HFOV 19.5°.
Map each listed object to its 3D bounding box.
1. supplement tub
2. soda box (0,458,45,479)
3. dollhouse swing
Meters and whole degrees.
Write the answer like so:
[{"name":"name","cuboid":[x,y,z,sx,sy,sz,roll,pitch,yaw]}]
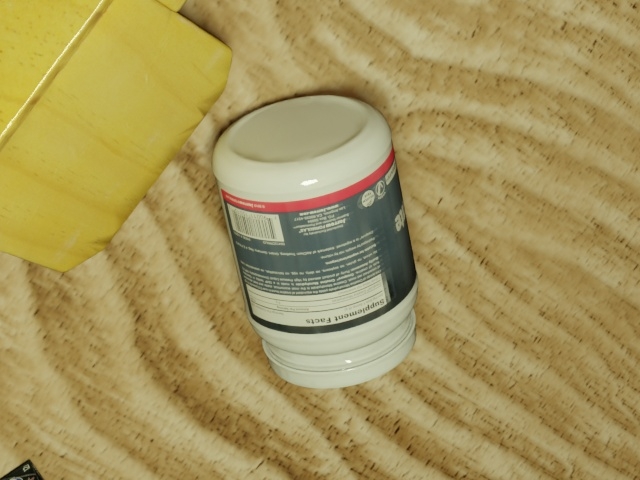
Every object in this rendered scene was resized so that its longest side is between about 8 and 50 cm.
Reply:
[{"name":"supplement tub","cuboid":[0.000,0.000,1.985,0.191,0.191,0.272,-21,121,-16]},{"name":"soda box","cuboid":[-0.298,0.327,2.073,0.053,0.060,0.169,-33,123,-5]},{"name":"dollhouse swing","cuboid":[-0.308,-0.171,1.833,0.315,0.305,0.347,38,95,7]}]
